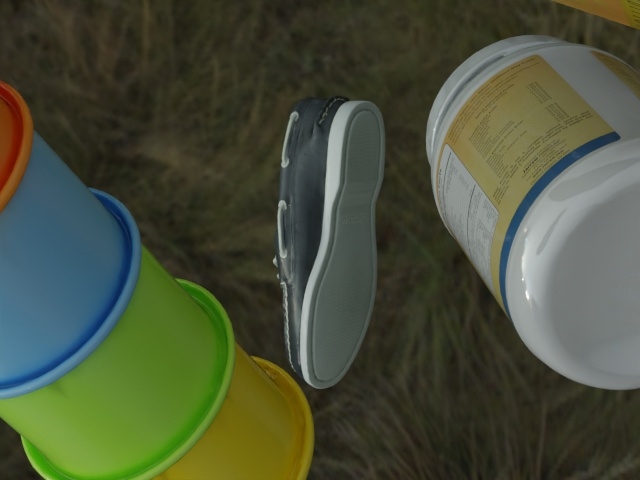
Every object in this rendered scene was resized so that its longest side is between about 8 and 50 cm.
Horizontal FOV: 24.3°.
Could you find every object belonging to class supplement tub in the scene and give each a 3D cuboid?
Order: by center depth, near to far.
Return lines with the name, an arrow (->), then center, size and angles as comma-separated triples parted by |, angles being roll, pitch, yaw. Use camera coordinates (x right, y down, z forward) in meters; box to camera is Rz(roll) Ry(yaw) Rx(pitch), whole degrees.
supplement tub -> 0.145, -0.025, 0.835 | 0.144, 0.144, 0.200 | -24, 30, -1

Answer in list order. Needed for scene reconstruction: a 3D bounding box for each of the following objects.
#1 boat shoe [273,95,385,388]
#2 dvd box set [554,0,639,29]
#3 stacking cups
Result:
boat shoe -> 0.000, 0.000, 1.559 | 0.091, 0.114, 0.302 | 11, 91, 37
dvd box set -> -0.046, -0.188, 0.561 | 0.420, 0.307, 0.062 | 22, 94, 15
stacking cups -> -0.107, 0.005, 0.473 | 0.096, 0.316, 0.096 | -14, 52, 19
